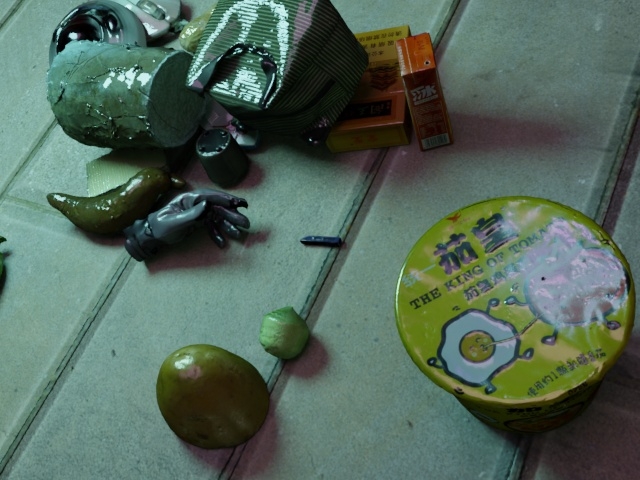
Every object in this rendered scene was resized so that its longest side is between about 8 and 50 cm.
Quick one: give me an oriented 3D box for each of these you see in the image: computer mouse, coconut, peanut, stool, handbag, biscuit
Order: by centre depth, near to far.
[{"bbox_3d":[-0.065,0.161,1.348,0.087,0.088,0.096,18,87,29],"label":"coconut"},{"bbox_3d":[-0.094,-0.343,1.511,0.340,0.247,0.240,19,78,37],"label":"handbag"},{"bbox_3d":[-0.211,-0.180,1.602,0.096,0.110,0.096,-9,54,13],"label":"stool"},{"bbox_3d":[-0.438,-0.164,1.721,0.199,0.041,0.121,-22,50,6],"label":"biscuit"},{"bbox_3d":[-0.274,-0.532,1.870,0.174,0.080,0.080,-42,55,-8],"label":"peanut"},{"bbox_3d":[-0.489,-0.609,1.979,0.389,0.115,0.200,24,73,32],"label":"computer mouse"}]

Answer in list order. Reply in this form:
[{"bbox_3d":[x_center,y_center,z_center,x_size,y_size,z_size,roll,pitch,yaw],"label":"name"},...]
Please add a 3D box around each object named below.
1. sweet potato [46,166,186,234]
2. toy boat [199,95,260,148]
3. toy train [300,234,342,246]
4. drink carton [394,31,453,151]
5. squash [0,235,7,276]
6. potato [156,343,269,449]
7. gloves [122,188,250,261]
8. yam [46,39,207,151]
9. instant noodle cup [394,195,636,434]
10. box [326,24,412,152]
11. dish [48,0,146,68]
[{"bbox_3d":[-0.440,-0.078,1.632,0.309,0.098,0.124,-15,58,6],"label":"sweet potato"},{"bbox_3d":[-0.225,-0.302,1.700,0.129,0.088,0.295,-38,62,-6],"label":"toy boat"},{"bbox_3d":[0.000,0.000,1.467,0.083,0.017,0.017,4,58,22],"label":"toy train"},{"bbox_3d":[0.200,-0.279,1.443,0.070,0.223,0.096,-13,56,11],"label":"drink carton"},{"bbox_3d":[-0.770,0.146,1.612,0.101,0.101,0.379,4,59,23],"label":"squash"},{"bbox_3d":[-0.209,0.251,1.306,0.203,0.158,0.178,23,68,35],"label":"potato"},{"bbox_3d":[-0.277,-0.035,1.528,0.285,0.142,0.119,-11,84,13],"label":"gloves"},{"bbox_3d":[-0.424,-0.321,1.658,0.348,0.241,0.241,11,63,34],"label":"yam"},{"bbox_3d":[0.292,0.134,1.126,0.325,0.254,0.326,-9,56,14],"label":"instant noodle cup"},{"bbox_3d":[0.106,-0.322,1.596,0.174,0.076,0.274,-5,58,19],"label":"box"},{"bbox_3d":[-0.580,-0.483,1.862,0.273,0.134,0.274,-3,80,19],"label":"dish"}]
